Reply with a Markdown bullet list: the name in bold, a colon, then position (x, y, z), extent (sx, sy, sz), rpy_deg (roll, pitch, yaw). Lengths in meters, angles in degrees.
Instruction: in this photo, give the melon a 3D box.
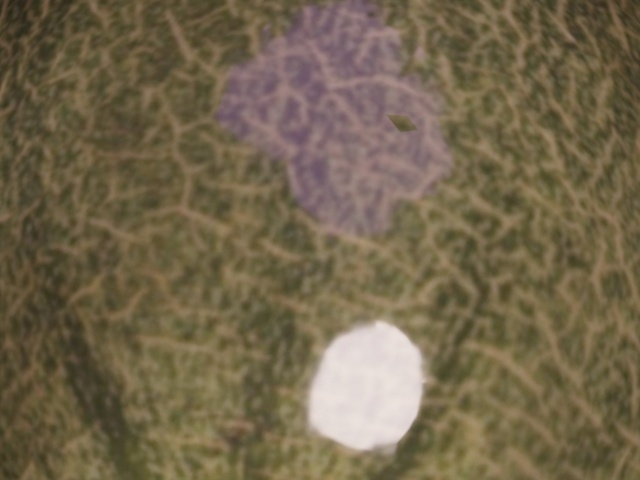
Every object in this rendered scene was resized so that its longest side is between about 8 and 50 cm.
- **melon**: position (0.000, 0.000, 0.537), extent (0.237, 0.237, 0.302), rpy_deg (2, 34, 2)
